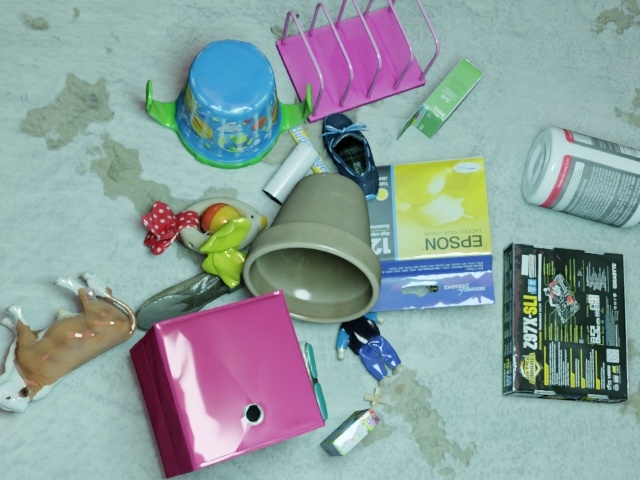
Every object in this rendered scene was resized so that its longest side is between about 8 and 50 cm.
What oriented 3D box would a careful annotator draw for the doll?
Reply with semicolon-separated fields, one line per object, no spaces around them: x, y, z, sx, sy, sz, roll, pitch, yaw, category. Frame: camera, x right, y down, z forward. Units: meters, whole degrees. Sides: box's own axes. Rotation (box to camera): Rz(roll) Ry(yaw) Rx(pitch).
0.088;0.207;1.795;0.129;0.046;0.189;-35;84;-17;doll

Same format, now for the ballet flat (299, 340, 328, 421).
-0.027;0.288;1.759;0.052;0.057;0.168;-17;73;15;ballet flat

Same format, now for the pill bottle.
0.620;-0.126;1.904;0.318;0.176;0.176;15;73;-5;pill bottle

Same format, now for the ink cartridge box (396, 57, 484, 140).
0.263;-0.294;1.923;0.062;0.109;0.209;40;73;3;ink cartridge box

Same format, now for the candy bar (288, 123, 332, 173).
-0.022;-0.190;1.896;0.040;0.018;0.161;-29;83;-16;candy bar

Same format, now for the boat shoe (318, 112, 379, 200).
0.070;-0.195;1.824;0.109;0.089;0.258;-23;48;-7;boat shoe

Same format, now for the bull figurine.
-0.511;0.191;1.670;0.310;0.101;0.188;-30;80;-15;bull figurine

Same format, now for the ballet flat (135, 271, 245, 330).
-0.259;0.104;1.760;0.250;0.084;0.058;-28;40;-12;ballet flat

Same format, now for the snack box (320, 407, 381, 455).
0.057;0.374;1.695;0.100;0.141;0.037;-41;86;-17;snack box

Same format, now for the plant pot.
0.000;0.000;1.693;0.263;0.263;0.229;16;52;-5;plant pot

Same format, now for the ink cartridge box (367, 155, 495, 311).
0.197;-0.015;1.800;0.303;0.072;0.307;-4;66;7;ink cartridge box

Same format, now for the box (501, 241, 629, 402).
0.519;0.176;1.860;0.257;0.079;0.322;5;75;-6;box

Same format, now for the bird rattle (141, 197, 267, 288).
-0.226;-0.017;1.763;0.253;0.143;0.207;18;38;34;bird rattle

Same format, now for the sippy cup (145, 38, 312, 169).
-0.185;-0.290;1.785;0.305;0.224;0.240;-36;82;-15;sippy cup

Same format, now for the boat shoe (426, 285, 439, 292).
0.240;0.083;1.842;0.183;0.065;0.083;10;73;-8;boat shoe

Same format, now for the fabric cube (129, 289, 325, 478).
-0.177;0.267;1.604;0.254;0.259;0.258;-13;78;-25;fabric cube

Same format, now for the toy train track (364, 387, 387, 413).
0.108;0.342;1.780;0.048;0.014;0.083;15;79;-13;toy train track

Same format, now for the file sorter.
0.082;-0.419;1.888;0.290;0.182;0.202;-20;79;-14;file sorter

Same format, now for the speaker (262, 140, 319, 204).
-0.063;-0.142;1.848;0.055;0.055;0.136;36;80;1;speaker
